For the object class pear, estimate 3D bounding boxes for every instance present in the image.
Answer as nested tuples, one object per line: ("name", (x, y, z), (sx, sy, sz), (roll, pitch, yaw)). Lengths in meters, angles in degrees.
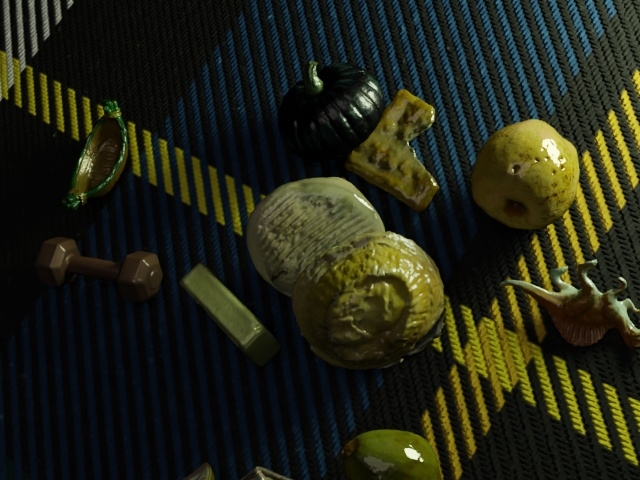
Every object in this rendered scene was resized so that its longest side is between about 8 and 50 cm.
("pear", (0.325, -0.107, 1.518), (0.178, 0.178, 0.177), (-6, 68, 15))

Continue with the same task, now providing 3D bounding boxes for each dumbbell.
("dumbbell", (-0.393, 0.051, 1.706), (0.231, 0.092, 0.082), (9, 45, 20))

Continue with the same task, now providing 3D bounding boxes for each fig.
("fig", (0.104, 0.344, 1.405), (0.144, 0.165, 0.154), (-19, 27, 45))

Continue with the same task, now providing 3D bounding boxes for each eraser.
("eraser", (-0.147, 0.123, 1.585), (0.058, 0.117, 0.172), (-43, 64, -7))

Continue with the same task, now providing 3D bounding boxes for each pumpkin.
("pumpkin", (0.018, -0.219, 1.647), (0.194, 0.150, 0.194), (-21, 61, 45))

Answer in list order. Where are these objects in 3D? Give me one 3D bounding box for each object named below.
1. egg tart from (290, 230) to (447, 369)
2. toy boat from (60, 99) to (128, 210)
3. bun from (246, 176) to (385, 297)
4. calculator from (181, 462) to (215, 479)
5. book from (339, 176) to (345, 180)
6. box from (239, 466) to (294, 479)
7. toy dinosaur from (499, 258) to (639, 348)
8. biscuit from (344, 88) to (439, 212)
("egg tart", (0.077, 0.101, 1.490), (0.252, 0.098, 0.231), (5, 103, -4))
("toy boat", (-0.414, -0.150, 1.786), (0.089, 0.088, 0.229), (11, 72, 19))
("bun", (0.000, 0.000, 1.575), (0.237, 0.116, 0.210), (36, 94, -5))
("calculator", (-0.228, 0.411, 1.450), (0.157, 0.236, 0.033), (-32, 92, 3))
("book", (-0.016, -0.026, 1.661), (0.172, 0.012, 0.118), (-25, 66, 6))
("box", (-0.123, 0.497, 1.372), (0.297, 0.225, 0.190), (-36, 63, 3))
("toy dinosaur", (0.395, 0.107, 1.474), (0.212, 0.057, 0.142), (-13, 85, 24))
("biscuit", (0.151, -0.157, 1.647), (0.174, 0.039, 0.183), (30, 81, 26))
